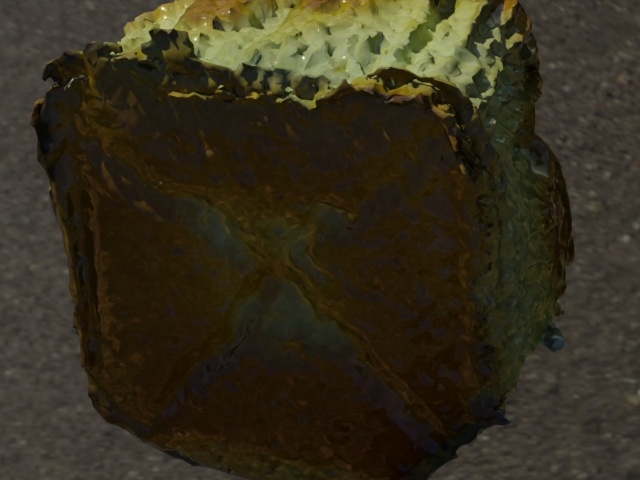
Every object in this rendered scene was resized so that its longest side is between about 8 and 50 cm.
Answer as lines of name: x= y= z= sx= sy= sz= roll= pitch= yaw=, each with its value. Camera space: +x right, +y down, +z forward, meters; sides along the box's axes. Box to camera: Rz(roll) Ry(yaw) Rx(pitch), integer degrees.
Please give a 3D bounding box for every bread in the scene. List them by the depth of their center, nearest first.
bread: x=0.000 y=0.000 z=0.402 sx=0.128 sy=0.069 sz=0.140 roll=5 pitch=123 yaw=22
